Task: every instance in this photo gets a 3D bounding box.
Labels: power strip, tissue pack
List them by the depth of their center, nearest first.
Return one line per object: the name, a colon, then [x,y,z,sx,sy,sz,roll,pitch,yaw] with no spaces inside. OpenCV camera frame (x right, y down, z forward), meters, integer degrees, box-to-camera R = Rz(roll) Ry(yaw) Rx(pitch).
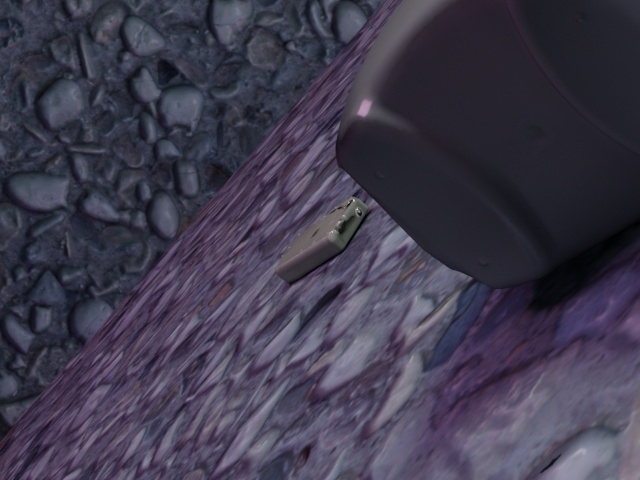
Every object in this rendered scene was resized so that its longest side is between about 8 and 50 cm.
tissue pack: [0.182,-0.136,0.946,0.333,0.229,0.236,-37,17,50]
power strip: [0.000,0.000,1.804,0.081,0.035,0.192,-55,12,-31]
